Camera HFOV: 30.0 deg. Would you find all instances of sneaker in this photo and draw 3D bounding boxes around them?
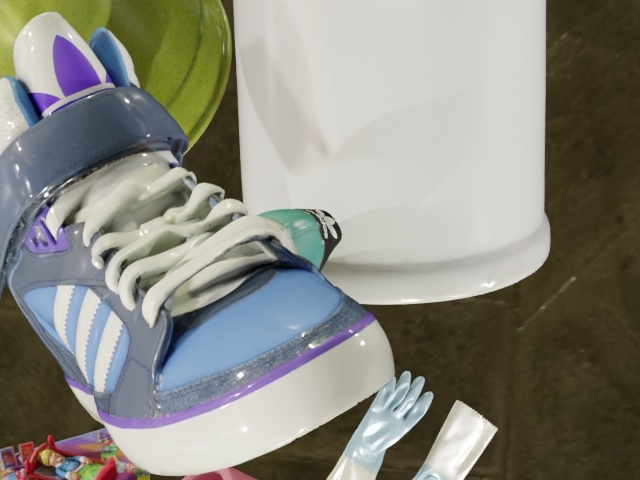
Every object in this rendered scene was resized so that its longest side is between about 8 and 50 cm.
[{"bbox_3d":[-0.106,-0.014,0.647,0.130,0.323,0.236,-28,101,-26],"label":"sneaker"},{"bbox_3d":[-0.081,0.076,1.112,0.121,0.302,0.108,-19,69,-46],"label":"sneaker"}]

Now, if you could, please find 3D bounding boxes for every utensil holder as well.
[{"bbox_3d":[0.071,-0.173,1.211,0.327,0.327,0.385,-6,109,-11],"label":"utensil holder"}]

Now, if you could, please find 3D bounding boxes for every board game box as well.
[{"bbox_3d":[-0.254,0.228,1.179,0.169,0.133,0.033,-14,122,-16],"label":"board game box"}]

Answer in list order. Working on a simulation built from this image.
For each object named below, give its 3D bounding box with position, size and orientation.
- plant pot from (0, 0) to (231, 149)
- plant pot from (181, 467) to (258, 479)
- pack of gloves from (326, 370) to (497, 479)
[{"bbox_3d":[-0.323,-0.272,1.307,0.366,0.353,0.366,-5,67,12],"label":"plant pot"},{"bbox_3d":[-0.049,0.298,0.916,0.180,0.201,0.201,31,76,-18],"label":"plant pot"},{"bbox_3d":[0.097,0.290,1.530,0.195,0.046,0.232,38,81,-31],"label":"pack of gloves"}]
